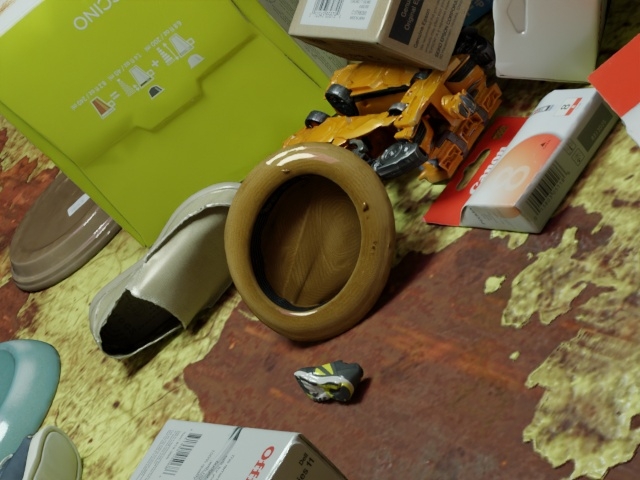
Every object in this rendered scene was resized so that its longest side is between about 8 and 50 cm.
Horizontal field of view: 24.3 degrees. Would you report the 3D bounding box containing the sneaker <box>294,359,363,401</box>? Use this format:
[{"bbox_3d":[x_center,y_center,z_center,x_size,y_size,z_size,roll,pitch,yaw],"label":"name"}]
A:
[{"bbox_3d":[0.010,0.126,1.351,0.035,0.031,0.083,-43,27,-28],"label":"sneaker"}]

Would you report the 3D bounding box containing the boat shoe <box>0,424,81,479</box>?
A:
[{"bbox_3d":[-0.310,0.286,1.498,0.079,0.095,0.254,-32,27,21],"label":"boat shoe"}]

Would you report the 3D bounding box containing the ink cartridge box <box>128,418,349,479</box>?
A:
[{"bbox_3d":[-0.087,0.239,1.252,0.208,0.087,0.153,-4,47,55],"label":"ink cartridge box"}]

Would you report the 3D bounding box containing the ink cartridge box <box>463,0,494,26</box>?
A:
[{"bbox_3d":[0.231,-0.409,1.690,0.307,0.129,0.223,-33,28,21],"label":"ink cartridge box"}]

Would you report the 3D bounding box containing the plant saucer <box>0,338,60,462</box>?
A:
[{"bbox_3d":[-0.448,0.239,1.829,0.317,0.044,0.318,-35,27,21],"label":"plant saucer"}]

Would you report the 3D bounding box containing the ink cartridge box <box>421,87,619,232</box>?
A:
[{"bbox_3d":[0.175,-0.078,1.389,0.145,0.045,0.179,-53,30,-18],"label":"ink cartridge box"}]

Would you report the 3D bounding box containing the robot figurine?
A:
[{"bbox_3d":[0.075,-0.125,1.553,0.211,0.085,0.291,-55,27,-19],"label":"robot figurine"}]

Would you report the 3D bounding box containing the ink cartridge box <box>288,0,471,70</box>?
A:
[{"bbox_3d":[0.074,-0.280,1.515,0.234,0.088,0.193,20,92,65],"label":"ink cartridge box"}]

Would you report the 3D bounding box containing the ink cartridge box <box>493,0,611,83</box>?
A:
[{"bbox_3d":[0.237,-0.292,1.446,0.100,0.172,0.237,7,48,15],"label":"ink cartridge box"}]

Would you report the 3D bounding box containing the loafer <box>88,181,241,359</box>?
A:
[{"bbox_3d":[-0.154,0.045,1.632,0.268,0.102,0.092,-44,26,24],"label":"loafer"}]

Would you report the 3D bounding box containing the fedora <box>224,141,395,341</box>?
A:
[{"bbox_3d":[0.000,0.000,1.450,0.194,0.194,0.079,-32,-11,24],"label":"fedora"}]

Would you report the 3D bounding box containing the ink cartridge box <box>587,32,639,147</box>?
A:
[{"bbox_3d":[0.325,-0.149,1.218,0.189,0.066,0.232,-40,42,11],"label":"ink cartridge box"}]

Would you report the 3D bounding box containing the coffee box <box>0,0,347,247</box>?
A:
[{"bbox_3d":[-0.199,-0.267,1.867,0.337,0.338,0.334,-35,28,19],"label":"coffee box"}]

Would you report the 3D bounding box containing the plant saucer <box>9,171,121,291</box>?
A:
[{"bbox_3d":[-0.340,-0.046,2.094,0.278,0.041,0.278,-33,28,20],"label":"plant saucer"}]
